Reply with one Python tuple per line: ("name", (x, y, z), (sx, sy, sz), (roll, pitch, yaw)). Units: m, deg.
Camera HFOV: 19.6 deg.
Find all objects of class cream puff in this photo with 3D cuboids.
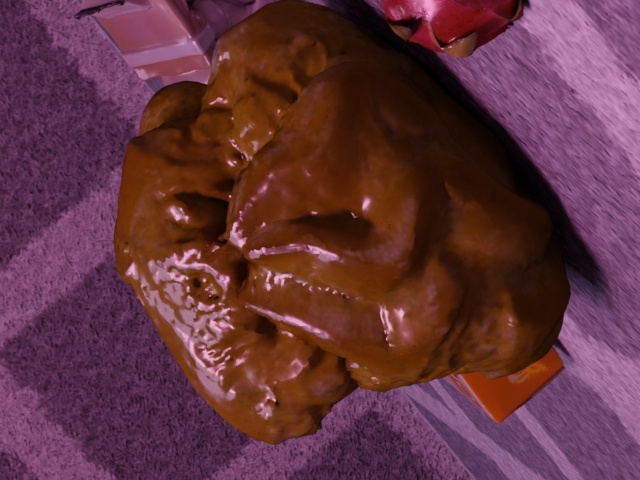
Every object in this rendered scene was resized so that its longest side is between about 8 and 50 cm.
("cream puff", (0.006, 0.005, 1.312), (0.323, 0.270, 0.274), (48, 169, -7))

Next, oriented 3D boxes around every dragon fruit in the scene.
("dragon fruit", (0.063, -0.134, 0.995), (0.083, 0.060, 0.056), (51, 177, -5))

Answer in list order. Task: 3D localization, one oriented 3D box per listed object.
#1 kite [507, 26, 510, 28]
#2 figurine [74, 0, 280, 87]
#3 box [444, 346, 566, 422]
("kite", (0.038, -0.180, 1.106), (0.232, 0.009, 0.189), (45, 173, 30))
("figurine", (-0.087, -0.172, 1.509), (0.162, 0.141, 0.237), (-11, 136, 44))
("box", (0.078, 0.013, 1.636), (0.274, 0.091, 0.221), (53, 173, -29))
